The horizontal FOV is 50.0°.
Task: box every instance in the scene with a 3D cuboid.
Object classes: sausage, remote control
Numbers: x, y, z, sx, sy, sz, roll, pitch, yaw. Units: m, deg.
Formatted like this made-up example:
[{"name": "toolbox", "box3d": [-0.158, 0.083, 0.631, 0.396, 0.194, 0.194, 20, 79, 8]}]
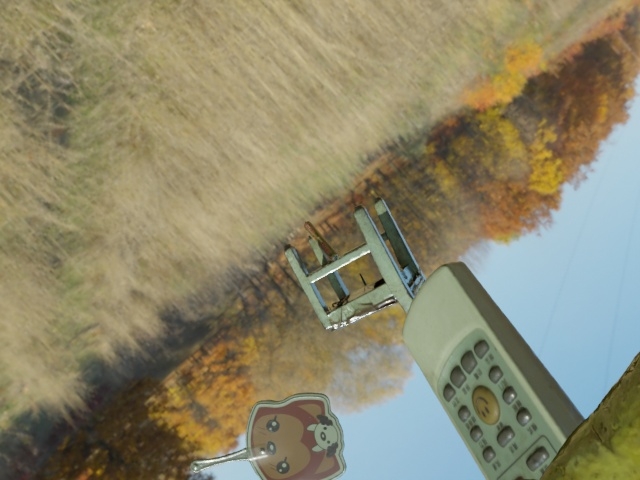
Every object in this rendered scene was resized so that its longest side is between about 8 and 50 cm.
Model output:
[{"name": "sausage", "box3d": [0.000, 0.000, 1.027, 0.015, 0.100, 0.015, -19, 134, -21]}, {"name": "remote control", "box3d": [0.157, 0.153, 0.563, 0.038, 0.285, 0.123, -12, 145, -30]}]

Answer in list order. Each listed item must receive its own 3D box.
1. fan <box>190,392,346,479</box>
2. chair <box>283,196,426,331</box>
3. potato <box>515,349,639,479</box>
[{"name": "fan", "box3d": [-0.074, 0.284, 0.934, 0.220, 0.132, 0.009, -16, 175, 8]}, {"name": "chair", "box3d": [0.082, 0.088, 0.988, 0.147, 0.270, 0.136, -30, 180, 19]}, {"name": "potato", "box3d": [0.184, 0.092, 0.309, 0.225, 0.117, 0.090, -46, 176, 21]}]
